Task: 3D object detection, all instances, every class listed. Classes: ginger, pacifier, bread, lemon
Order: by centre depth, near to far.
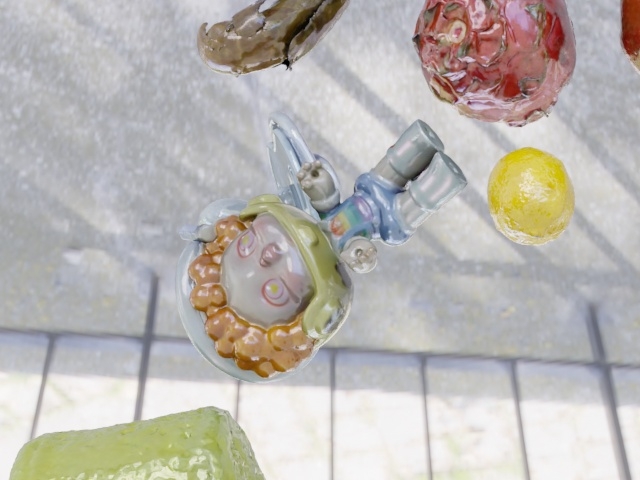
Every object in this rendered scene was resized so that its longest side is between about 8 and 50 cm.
[{"bbox_3d":[-0.207,0.374,1.648,0.307,0.348,0.348,-20,130,8],"label":"bread"},{"bbox_3d":[0.276,-0.062,1.752,0.114,0.155,0.114,-1,141,-1],"label":"lemon"},{"bbox_3d":[-0.036,-0.332,1.872,0.133,0.309,0.107,41,156,7],"label":"ginger"},{"bbox_3d":[-0.081,-0.060,1.944,0.207,0.279,0.227,-23,87,-8],"label":"pacifier"}]

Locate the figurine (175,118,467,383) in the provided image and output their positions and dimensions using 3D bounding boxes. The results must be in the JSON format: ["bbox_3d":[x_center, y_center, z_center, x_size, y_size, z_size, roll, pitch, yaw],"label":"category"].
[{"bbox_3d":[0.016,0.025,1.588,0.382,0.224,0.205,-24,165,23],"label":"figurine"}]

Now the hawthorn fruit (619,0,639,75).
[{"bbox_3d":[0.536,-0.310,1.759,0.271,0.242,0.242,-7,140,47],"label":"hawthorn fruit"}]

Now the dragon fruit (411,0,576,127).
[{"bbox_3d":[0.246,-0.278,1.877,0.252,0.241,0.241,31,125,-26],"label":"dragon fruit"}]
